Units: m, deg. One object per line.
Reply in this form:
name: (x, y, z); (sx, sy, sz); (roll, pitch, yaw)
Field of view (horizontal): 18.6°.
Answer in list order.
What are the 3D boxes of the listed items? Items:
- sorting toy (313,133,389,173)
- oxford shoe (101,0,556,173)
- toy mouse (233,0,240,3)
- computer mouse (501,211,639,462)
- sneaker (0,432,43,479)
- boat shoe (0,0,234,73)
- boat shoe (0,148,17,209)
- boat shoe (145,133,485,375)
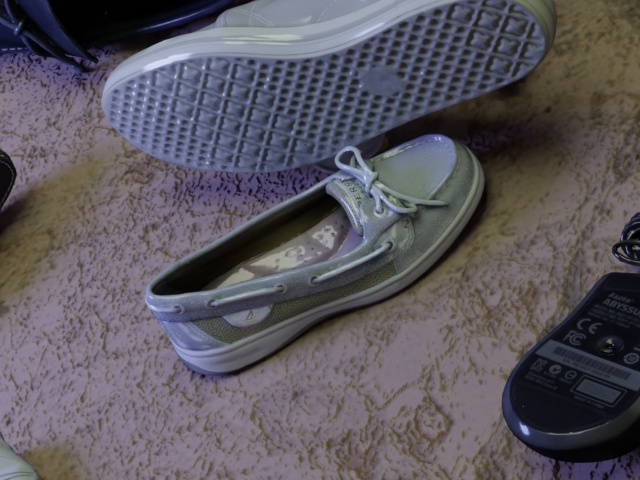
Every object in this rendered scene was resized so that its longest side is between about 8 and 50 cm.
sorting toy: (0.023, -0.102, 1.843); (0.083, 0.045, 0.075); (-40, 34, 5)
oxford shoe: (0.007, -0.172, 1.748); (0.449, 0.169, 0.130); (-15, 45, 28)
toy mouse: (-0.068, -0.291, 2.044); (0.143, 0.031, 0.161); (13, 59, 33)
computer mouse: (0.257, 0.095, 1.557); (0.188, 0.072, 0.272); (25, 54, 40)
sneaker: (-0.327, 0.265, 1.666); (0.115, 0.090, 0.232); (27, 68, 34)
boat shoe: (-0.283, -0.266, 2.011); (0.500, 0.187, 0.156); (-13, 52, 19)
boat shoe: (-0.377, 0.032, 1.877); (0.092, 0.103, 0.285); (27, 71, 33)
boat shoe: (-0.002, -0.001, 1.724); (0.320, 0.103, 0.118); (-29, 47, -1)
